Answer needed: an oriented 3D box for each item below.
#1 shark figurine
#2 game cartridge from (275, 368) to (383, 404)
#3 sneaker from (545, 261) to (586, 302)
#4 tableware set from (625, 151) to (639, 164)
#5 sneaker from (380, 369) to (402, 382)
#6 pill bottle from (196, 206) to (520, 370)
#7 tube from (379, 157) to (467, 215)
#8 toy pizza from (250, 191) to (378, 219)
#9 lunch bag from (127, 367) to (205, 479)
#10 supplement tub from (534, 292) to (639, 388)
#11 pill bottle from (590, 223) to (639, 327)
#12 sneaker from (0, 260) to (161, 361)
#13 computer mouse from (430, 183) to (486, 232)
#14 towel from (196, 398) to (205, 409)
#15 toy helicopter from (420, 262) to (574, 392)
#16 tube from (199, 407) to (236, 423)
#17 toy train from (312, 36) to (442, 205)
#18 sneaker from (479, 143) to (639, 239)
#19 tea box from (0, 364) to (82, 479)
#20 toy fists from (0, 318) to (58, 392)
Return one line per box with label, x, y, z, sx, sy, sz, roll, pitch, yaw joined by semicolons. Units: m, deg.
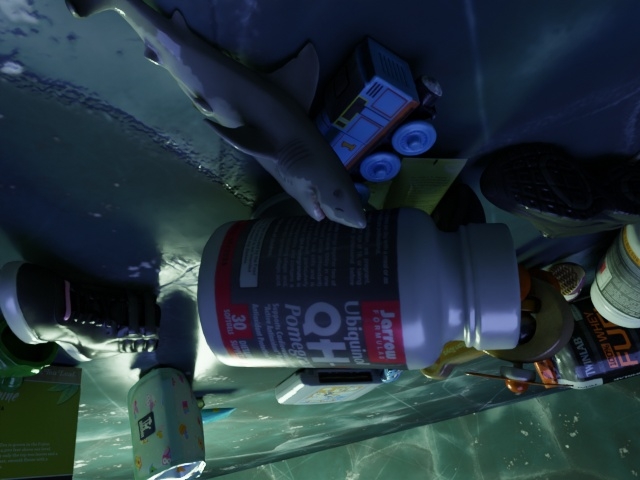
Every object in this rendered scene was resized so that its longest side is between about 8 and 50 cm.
shark figurine;-0.060;-0.139;0.365;0.116;0.166;0.278;-46;114;4
game cartridge;0.028;0.439;1.317;0.297;0.062;0.198;8;139;-29
sneaker;0.515;0.090;0.927;0.084;0.069;0.185;-16;155;-10
tableware set;0.525;-0.137;0.588;0.128;0.039;0.194;2;145;-21
sneaker;0.206;0.360;1.253;0.059;0.053;0.144;8;134;-30
pill bottle;0.042;0.054;0.495;0.318;0.176;0.176;-4;150;15
tube;0.111;-0.026;0.616;0.062;0.070;0.240;35;141;11
toy pizza;0.000;0.000;0.605;0.201;0.032;0.201;4;137;4
lunch bag;-0.356;0.439;1.026;0.160;0.223;0.262;-8;148;-21
supplement tub;0.681;0.230;1.059;0.338;0.207;0.207;-24;146;17
pill bottle;0.605;0.052;0.799;0.162;0.162;0.278;-15;148;5
sneaker;-0.315;0.096;0.626;0.147;0.104;0.296;-9;154;-8
computer mouse;0.163;0.039;0.640;0.072;0.188;0.272;23;130;-4
towel;-0.404;0.497;1.287;0.110;0.027;0.148;5;145;-24
toy helicopter;0.342;0.214;0.895;0.140;0.235;0.355;13;141;-34
tube;-0.347;0.503;1.246;0.207;0.052;0.080;2;151;-28
toy train;0.034;-0.105;0.447;0.105;0.080;0.184;21;138;-28
sneaker;0.333;-0.048;0.612;0.286;0.109;0.130;7;156;-19
tea box;-0.649;0.434;0.828;0.329;0.323;0.220;-31;144;26
toy fists;-0.557;0.166;0.656;0.142;0.096;0.279;-22;148;18
